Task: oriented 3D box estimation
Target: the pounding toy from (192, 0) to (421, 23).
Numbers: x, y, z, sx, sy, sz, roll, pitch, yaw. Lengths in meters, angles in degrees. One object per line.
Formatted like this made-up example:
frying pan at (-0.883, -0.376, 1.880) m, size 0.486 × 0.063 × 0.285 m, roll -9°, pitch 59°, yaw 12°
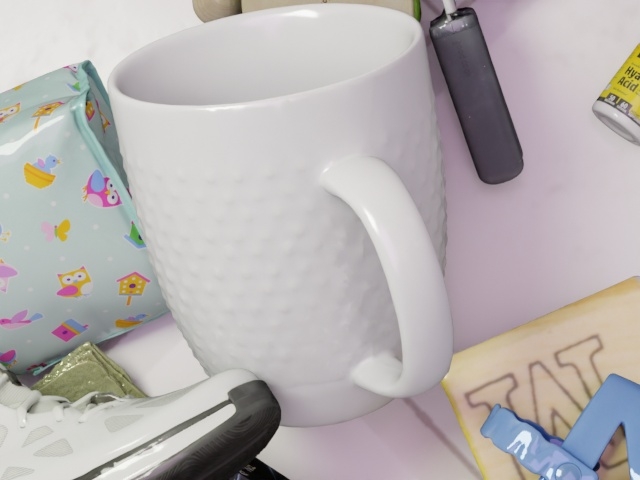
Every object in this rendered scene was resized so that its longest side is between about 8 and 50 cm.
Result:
pounding toy at (0.008, -0.225, 1.485) m, size 0.237 × 0.110 × 0.183 m, roll -22°, pitch 96°, yaw 33°

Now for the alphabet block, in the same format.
alphabet block at (0.231, 0.160, 1.378) m, size 0.197 × 0.192 × 0.193 m, roll -24°, pitch 82°, yaw 3°

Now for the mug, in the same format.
mug at (0.000, 0.000, 1.316) m, size 0.276 × 0.374 × 0.328 m, roll -20°, pitch 115°, yaw -21°

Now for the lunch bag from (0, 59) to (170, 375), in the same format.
lunch bag at (-0.263, -0.007, 1.452) m, size 0.223 × 0.160 × 0.262 m, roll -24°, pitch 118°, yaw 3°

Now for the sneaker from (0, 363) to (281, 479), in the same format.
sneaker at (-0.268, 0.151, 1.324) m, size 0.447 × 0.169 × 0.257 m, roll -26°, pitch 74°, yaw 14°

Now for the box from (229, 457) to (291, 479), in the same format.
box at (-0.046, 0.268, 1.418) m, size 0.180 × 0.147 × 0.077 m, roll 32°, pitch 90°, yaw 8°

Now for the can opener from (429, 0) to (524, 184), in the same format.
can opener at (0.152, -0.197, 1.423) m, size 0.095 × 0.076 × 0.283 m, roll -18°, pitch 105°, yaw 11°

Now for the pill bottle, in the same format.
pill bottle at (0.318, -0.154, 1.452) m, size 0.065 × 0.065 × 0.116 m, roll 36°, pitch 90°, yaw 7°

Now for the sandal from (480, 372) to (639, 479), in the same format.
sandal at (0.256, 0.169, 1.223) m, size 0.317 × 0.126 × 0.138 m, roll -18°, pitch 81°, yaw 3°

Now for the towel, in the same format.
towel at (-0.245, 0.177, 1.487) m, size 0.148 × 0.027 × 0.110 m, roll -40°, pitch 110°, yaw 3°
